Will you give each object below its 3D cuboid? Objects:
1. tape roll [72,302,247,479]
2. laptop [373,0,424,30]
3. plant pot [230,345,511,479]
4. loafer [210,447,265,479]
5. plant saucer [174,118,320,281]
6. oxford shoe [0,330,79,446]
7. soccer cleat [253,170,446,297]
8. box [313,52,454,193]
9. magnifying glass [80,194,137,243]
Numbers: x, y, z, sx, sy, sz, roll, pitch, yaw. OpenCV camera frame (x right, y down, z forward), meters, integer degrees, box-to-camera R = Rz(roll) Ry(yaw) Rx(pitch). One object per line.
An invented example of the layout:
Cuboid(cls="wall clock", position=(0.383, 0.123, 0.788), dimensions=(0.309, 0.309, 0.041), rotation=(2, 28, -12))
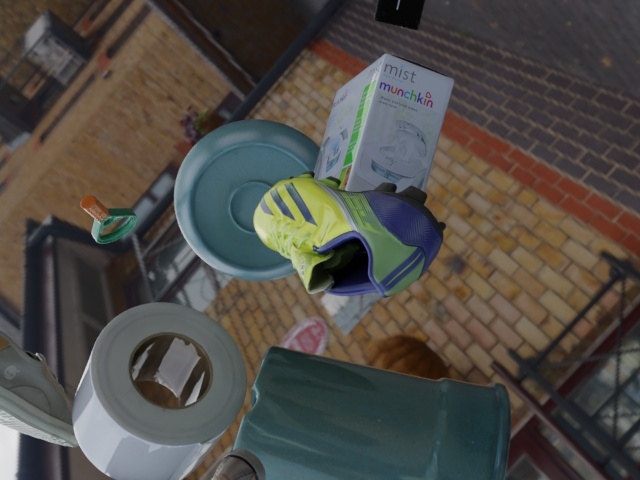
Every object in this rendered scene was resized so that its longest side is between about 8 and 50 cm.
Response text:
Cuboid(cls="tape roll", position=(-0.256, 0.242, 1.314), dimensions=(0.246, 0.169, 0.246), rotation=(14, -131, -17))
Cuboid(cls="laptop", position=(0.193, -0.641, 2.017), dimensions=(0.136, 0.234, 0.264), rotation=(24, -161, 39))
Cuboid(cls="plant pot", position=(0.049, 0.313, 1.156), dimensions=(0.334, 0.341, 0.341), rotation=(17, -174, 1))
Cuboid(cls="loafer", position=(-0.069, 0.198, 0.551), dimensions=(0.045, 0.125, 0.039), rotation=(21, -159, 23))
Cuboid(cls="plant saucer", position=(-0.119, -0.066, 1.554), dimensions=(0.317, 0.317, 0.044), rotation=(41, -167, -11))
Cuboid(cls="oxford shoe", position=(-0.518, 0.270, 1.473), dimensions=(0.169, 0.130, 0.449), rotation=(10, 154, 11))
Cuboid(cls="soccer cleat", position=(0.000, -0.001, 0.848), dimensions=(0.289, 0.121, 0.093), rotation=(6, 140, 54))
Cuboid(cls="box", position=(0.089, -0.147, 1.342), dimensions=(0.126, 0.231, 0.262), rotation=(17, 174, -14))
Cuboid(cls="magnifying glass", position=(-0.402, -0.041, 1.559), dimensions=(0.026, 0.092, 0.231), rotation=(54, 174, 13))
